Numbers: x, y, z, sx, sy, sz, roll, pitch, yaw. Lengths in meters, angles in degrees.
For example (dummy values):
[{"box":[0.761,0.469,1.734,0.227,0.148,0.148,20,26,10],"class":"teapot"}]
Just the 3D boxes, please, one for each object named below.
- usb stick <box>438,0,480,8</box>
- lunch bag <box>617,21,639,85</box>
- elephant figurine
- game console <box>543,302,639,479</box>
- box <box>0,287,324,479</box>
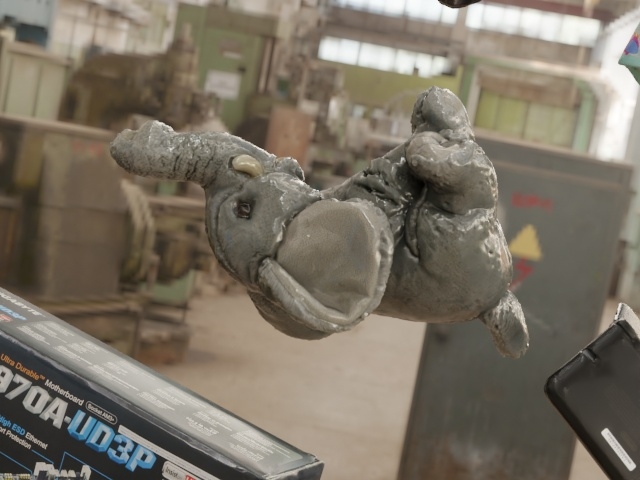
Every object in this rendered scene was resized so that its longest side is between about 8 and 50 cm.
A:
[{"box":[0.171,-0.371,1.382,0.045,0.278,0.077,36,47,29],"class":"usb stick"},{"box":[0.464,-0.208,1.295,0.262,0.223,0.160,27,-7,47],"class":"lunch bag"},{"box":[0.000,0.000,0.922,0.239,0.169,0.186,-18,47,-6],"class":"elephant figurine"},{"box":[0.209,0.114,0.861,0.122,0.107,0.071,52,-14,3],"class":"game console"},{"box":[-0.123,0.141,0.643,0.220,0.175,0.051,23,13,27],"class":"box"}]
